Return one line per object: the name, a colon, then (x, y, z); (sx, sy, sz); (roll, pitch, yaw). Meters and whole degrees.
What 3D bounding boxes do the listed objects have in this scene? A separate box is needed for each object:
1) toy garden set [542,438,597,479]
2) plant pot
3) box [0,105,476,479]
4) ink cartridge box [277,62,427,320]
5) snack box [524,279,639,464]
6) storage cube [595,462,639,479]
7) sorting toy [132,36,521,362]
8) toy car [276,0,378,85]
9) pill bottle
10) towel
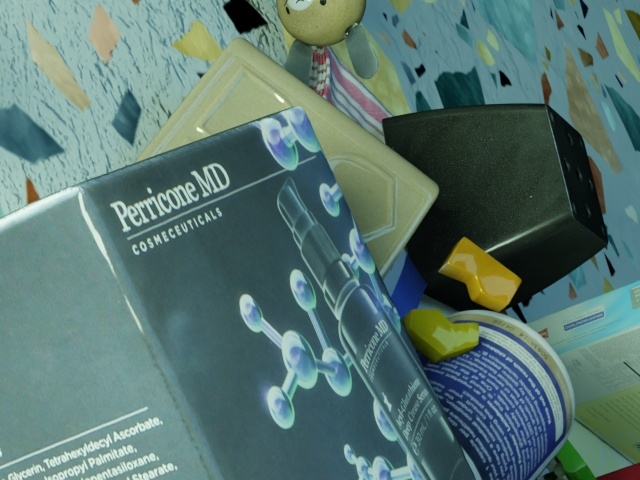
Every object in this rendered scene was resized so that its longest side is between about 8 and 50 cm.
toy garden set: (0.237, 0.229, 1.663); (0.244, 0.049, 0.204); (54, 1, 32)
plant pot: (0.188, -0.043, 1.683); (0.187, 0.167, 0.188); (27, 47, -61)
box: (-0.071, 0.149, 1.055); (0.396, 0.212, 0.293); (64, 28, -2)
ink cartridge box: (0.003, 0.014, 1.457); (0.311, 0.065, 0.186); (58, 29, -19)
snack box: (0.375, 0.157, 1.867); (0.322, 0.187, 0.060); (37, 39, -44)
storage cube: (0.422, 0.348, 1.797); (0.215, 0.193, 0.184); (40, 37, -39)
sorting toy: (0.000, 0.000, 1.306); (0.307, 0.041, 0.229); (37, 56, -3)
toy car: (-0.009, -0.236, 1.548); (0.149, 0.155, 0.188); (-6, 87, -62)
pill bottle: (0.087, 0.174, 1.314); (0.264, 0.153, 0.153); (-37, 102, -51)
towel: (0.038, -0.094, 1.633); (0.144, 0.029, 0.197); (44, 35, -38)
